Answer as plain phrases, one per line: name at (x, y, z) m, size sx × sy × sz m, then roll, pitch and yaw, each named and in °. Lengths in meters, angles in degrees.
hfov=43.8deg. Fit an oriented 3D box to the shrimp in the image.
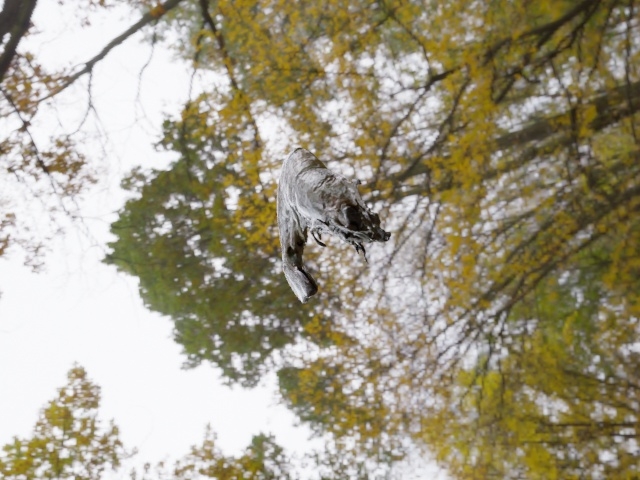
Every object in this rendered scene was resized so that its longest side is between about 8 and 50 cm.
shrimp at (0.000, 0.000, 0.850) m, size 0.058 × 0.296 × 0.169 m, roll -4°, pitch -72°, yaw -18°
